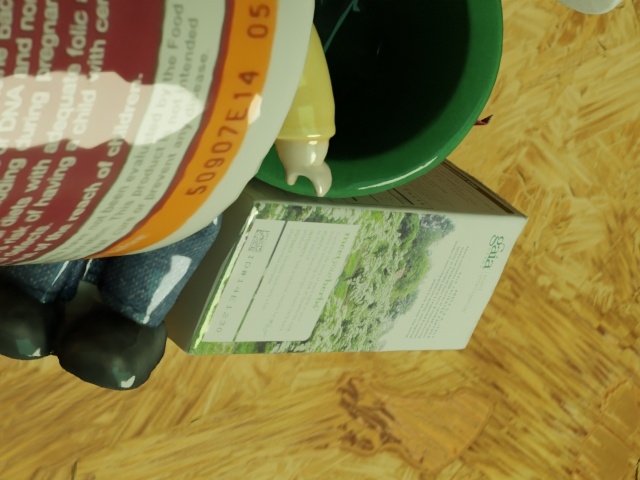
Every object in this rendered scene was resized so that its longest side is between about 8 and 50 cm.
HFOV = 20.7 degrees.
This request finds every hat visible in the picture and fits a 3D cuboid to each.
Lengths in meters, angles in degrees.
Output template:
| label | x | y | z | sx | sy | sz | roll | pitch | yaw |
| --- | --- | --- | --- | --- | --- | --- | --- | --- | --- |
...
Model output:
| label | x | y | z | sx | sy | sz | roll | pitch | yaw |
| --- | --- | --- | --- | --- | --- | --- | --- | --- | --- |
| hat | -0.003 | -0.107 | 0.953 | 0.173 | 0.183 | 0.208 | -33 | 100 | -6 |

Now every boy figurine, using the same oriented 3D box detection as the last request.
| label | x | y | z | sx | sy | sz | roll | pitch | yaw |
| --- | --- | --- | --- | --- | --- | --- | --- | --- | --- |
| boy figurine | -0.070 | -0.074 | 0.802 | 0.092 | 0.177 | 0.285 | -80 | -168 | -68 |

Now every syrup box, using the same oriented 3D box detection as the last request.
| label | x | y | z | sx | sy | sz | roll | pitch | yaw |
| --- | --- | --- | --- | --- | --- | --- | --- | --- | --- |
| syrup box | 0.000 | 0.000 | 0.982 | 0.237 | 0.096 | 0.093 | 2 | 119 | -48 |

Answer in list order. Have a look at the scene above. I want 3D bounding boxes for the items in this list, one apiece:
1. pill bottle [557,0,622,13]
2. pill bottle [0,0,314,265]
| label | x | y | z | sx | sy | sz | roll | pitch | yaw |
| --- | --- | --- | --- | --- | --- | --- | --- | --- | --- |
| pill bottle | 0.212 | -0.241 | 0.981 | 0.246 | 0.136 | 0.136 | -42 | 142 | -14 |
| pill bottle | -0.211 | -0.093 | 0.573 | 0.392 | 0.224 | 0.224 | -6 | 123 | -46 |
